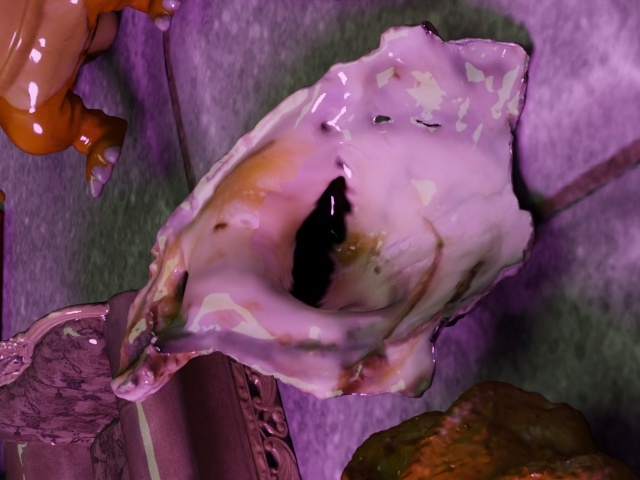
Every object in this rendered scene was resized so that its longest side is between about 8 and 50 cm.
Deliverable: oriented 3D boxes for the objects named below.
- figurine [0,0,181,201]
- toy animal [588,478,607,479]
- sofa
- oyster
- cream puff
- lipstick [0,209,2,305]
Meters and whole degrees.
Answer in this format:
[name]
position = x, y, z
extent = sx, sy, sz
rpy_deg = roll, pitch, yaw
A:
[figurine]
position = -0.322, -0.184, 1.141
extent = 0.401, 0.387, 0.268
rpy_deg = -58, 21, 34
[toy animal]
position = 0.167, 0.195, 0.588
extent = 0.121, 0.169, 0.233
rpy_deg = -28, 66, 48
[sofa]
position = -0.146, 0.170, 1.051
extent = 0.258, 0.182, 0.200
rpy_deg = -40, 58, 49
[oyster]
position = 0.008, 0.004, 0.869
extent = 0.271, 0.100, 0.275
rpy_deg = 19, 78, 50
[cream puff]
position = 0.082, 0.198, 0.729
extent = 0.244, 0.196, 0.244
rpy_deg = 57, 164, 27
[lipstick]
position = -0.352, 0.103, 1.466
extent = 0.073, 0.073, 0.279
rpy_deg = 8, 96, 56
